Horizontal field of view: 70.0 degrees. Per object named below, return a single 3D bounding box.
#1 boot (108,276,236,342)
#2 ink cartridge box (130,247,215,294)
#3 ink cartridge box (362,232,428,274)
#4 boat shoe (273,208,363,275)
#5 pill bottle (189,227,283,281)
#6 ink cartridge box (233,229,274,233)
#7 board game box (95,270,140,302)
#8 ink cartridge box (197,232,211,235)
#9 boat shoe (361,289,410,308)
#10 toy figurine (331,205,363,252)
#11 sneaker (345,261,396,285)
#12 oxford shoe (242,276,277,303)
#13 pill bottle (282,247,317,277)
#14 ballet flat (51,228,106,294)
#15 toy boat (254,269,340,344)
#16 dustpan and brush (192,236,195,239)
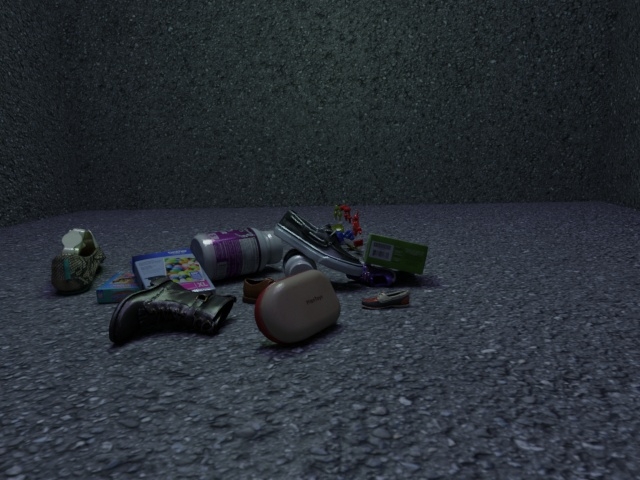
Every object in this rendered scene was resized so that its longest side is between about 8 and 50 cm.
[{"bbox_3d":[-0.359,0.184,1.140,0.228,0.091,0.263,15,33,16],"label":"boot"},{"bbox_3d":[-0.462,0.106,1.406,0.185,0.065,0.311,-9,29,-31],"label":"ink cartridge box"},{"bbox_3d":[0.243,0.039,1.551,0.188,0.097,0.255,13,3,3],"label":"ink cartridge box"},{"bbox_3d":[0.000,0.000,1.472,0.335,0.119,0.121,28,7,18],"label":"boat shoe"},{"bbox_3d":[-0.293,0.044,1.624,0.301,0.170,0.169,-10,14,-33],"label":"pill bottle"},{"bbox_3d":[-0.367,0.000,2.128,0.238,0.060,0.275,4,12,23],"label":"ink cartridge box"},{"bbox_3d":[-0.605,0.144,1.484,0.160,0.047,0.210,-2,11,-4],"label":"board game box"},{"bbox_3d":[-0.479,0.028,1.892,0.060,0.104,0.180,-4,12,-9],"label":"ink cartridge box"},{"bbox_3d":[0.180,0.163,1.270,0.136,0.043,0.049,-3,13,-1],"label":"boat shoe"},{"bbox_3d":[0.023,-0.042,1.981,0.217,0.192,0.362,-10,12,-14],"label":"toy figurine"},{"bbox_3d":[0.156,0.112,1.474,0.169,0.068,0.071,4,19,26],"label":"sneaker"},{"bbox_3d":[-0.133,0.147,1.328,0.212,0.076,0.076,3,11,17],"label":"oxford shoe"},{"bbox_3d":[-0.067,0.091,1.504,0.107,0.108,0.180,-4,12,-7],"label":"pill bottle"},{"bbox_3d":[-0.883,0.049,1.670,0.163,0.182,0.482,-7,12,-20],"label":"ballet flat"},{"bbox_3d":[-0.071,0.170,1.118,0.151,0.151,0.231,-32,-11,38],"label":"toy boat"},{"bbox_3d":[-0.378,0.024,1.744,0.211,0.060,0.147,-12,33,-5],"label":"dustpan and brush"}]
